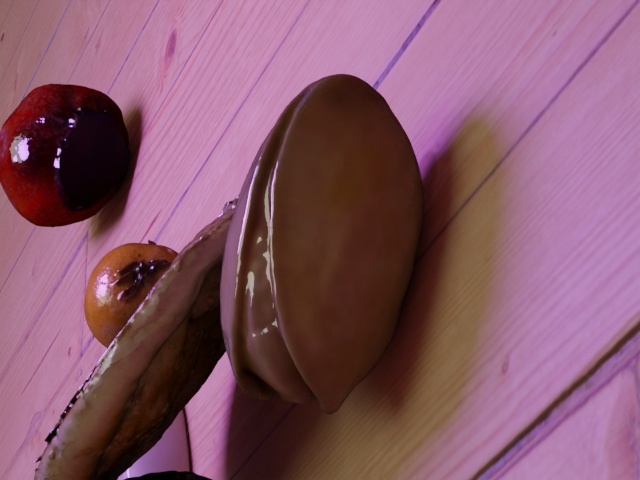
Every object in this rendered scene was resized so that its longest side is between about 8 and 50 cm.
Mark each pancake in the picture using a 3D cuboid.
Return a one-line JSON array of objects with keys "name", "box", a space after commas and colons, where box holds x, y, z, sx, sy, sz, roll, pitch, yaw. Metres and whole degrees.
[{"name": "pancake", "box": [-0.143, 0.107, 1.510, 0.387, 0.082, 0.387, -53, -7, -9]}]

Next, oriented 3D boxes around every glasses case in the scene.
[{"name": "glasses case", "box": [-0.195, 0.228, 1.780, 0.204, 0.081, 0.051, -102, 33, -52]}]

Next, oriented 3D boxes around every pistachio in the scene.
[{"name": "pistachio", "box": [0.000, 0.000, 1.336, 0.162, 0.181, 0.293, 10, 81, 34]}]

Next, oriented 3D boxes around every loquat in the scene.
[{"name": "loquat", "box": [-0.214, 0.070, 1.855, 0.141, 0.141, 0.141, -48, 34, 48]}]

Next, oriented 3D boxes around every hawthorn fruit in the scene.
[{"name": "hawthorn fruit", "box": [-0.393, -0.123, 2.347, 0.249, 0.215, 0.215, 132, 146, -61]}]

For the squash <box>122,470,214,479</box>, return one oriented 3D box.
[{"name": "squash", "box": [-0.154, 0.307, 1.479, 0.193, 0.193, 0.156, -59, 8, 34]}]
